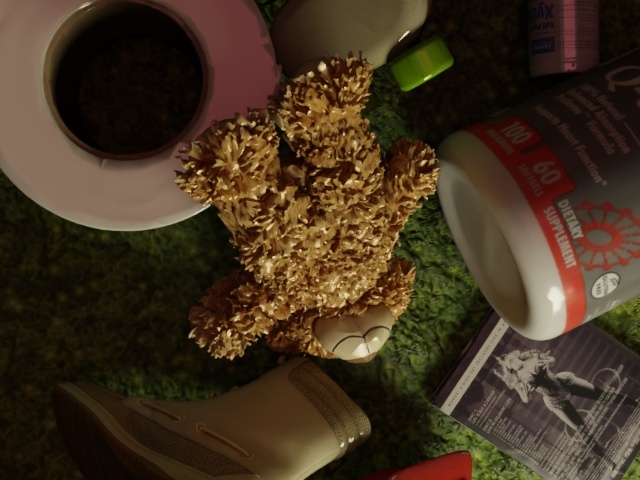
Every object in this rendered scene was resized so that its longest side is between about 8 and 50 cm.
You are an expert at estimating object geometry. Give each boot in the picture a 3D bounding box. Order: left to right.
[{"bbox_3d":[-0.106,0.170,0.822,0.203,0.262,0.095,-29,126,-43],"label":"boot"}]

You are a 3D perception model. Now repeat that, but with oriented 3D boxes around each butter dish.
[{"bbox_3d":[0.067,0.284,0.855,0.160,0.118,0.160,1,93,-51],"label":"butter dish"}]

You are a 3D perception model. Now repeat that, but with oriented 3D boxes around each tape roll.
[{"bbox_3d":[-0.164,-0.132,0.770,0.246,0.169,0.246,0,93,-8],"label":"tape roll"}]

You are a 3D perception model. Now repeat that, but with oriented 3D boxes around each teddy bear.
[{"bbox_3d":[0.000,0.000,0.727,0.245,0.113,0.338,-29,138,-32],"label":"teddy bear"}]

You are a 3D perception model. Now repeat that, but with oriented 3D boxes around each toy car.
[{"bbox_3d":[0.047,-0.210,0.795,0.149,0.188,0.155,-26,99,29],"label":"toy car"}]

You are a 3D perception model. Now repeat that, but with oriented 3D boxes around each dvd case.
[{"bbox_3d":[0.248,0.161,0.914,0.221,0.018,0.164,34,89,-8],"label":"dvd case"}]

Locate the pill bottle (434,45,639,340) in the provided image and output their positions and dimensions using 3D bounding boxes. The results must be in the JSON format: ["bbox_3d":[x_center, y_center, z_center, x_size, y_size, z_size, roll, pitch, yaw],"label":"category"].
[{"bbox_3d":[0.308,-0.073,0.813,0.363,0.210,0.210,-26,96,-5],"label":"pill bottle"}]

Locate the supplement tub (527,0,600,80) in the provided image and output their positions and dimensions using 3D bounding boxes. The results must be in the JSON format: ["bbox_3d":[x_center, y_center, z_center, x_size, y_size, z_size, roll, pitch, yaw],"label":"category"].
[{"bbox_3d":[0.241,-0.216,0.866,0.071,0.071,0.107,-2,92,-7],"label":"supplement tub"}]
